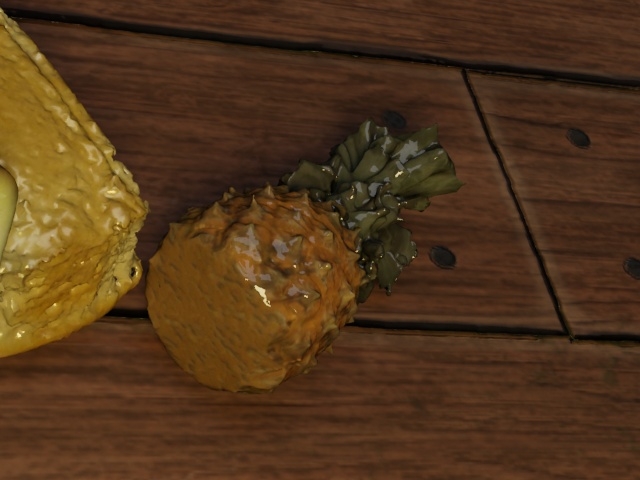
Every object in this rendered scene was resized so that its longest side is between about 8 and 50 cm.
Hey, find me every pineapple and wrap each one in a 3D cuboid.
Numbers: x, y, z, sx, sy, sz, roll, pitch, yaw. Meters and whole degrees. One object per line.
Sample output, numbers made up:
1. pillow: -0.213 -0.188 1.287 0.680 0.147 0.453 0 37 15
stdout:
1. pineapple: 0.000 -0.001 1.107 0.128 0.128 0.248 41 41 12

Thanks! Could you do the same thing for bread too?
1. bread: -0.217 -0.047 1.031 0.174 0.121 0.245 -22 63 -46

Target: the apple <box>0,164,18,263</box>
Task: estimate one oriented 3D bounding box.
1. apple: -0.274 0.045 0.864 0.193 0.120 0.265 14 74 3
